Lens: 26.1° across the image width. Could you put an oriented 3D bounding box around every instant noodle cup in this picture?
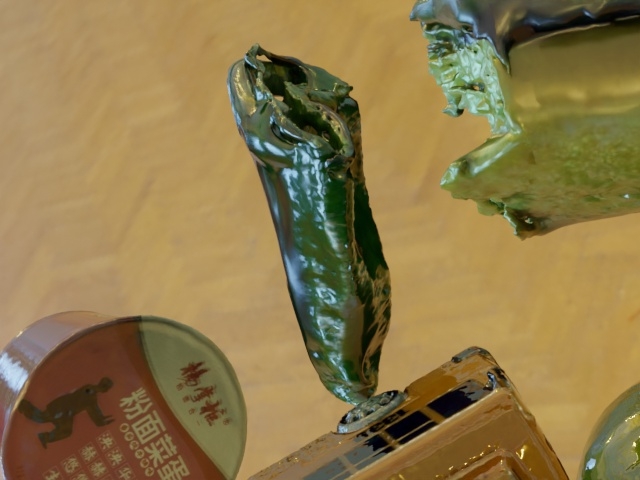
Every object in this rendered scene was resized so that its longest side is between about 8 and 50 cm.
[{"bbox_3d":[-0.210,0.168,1.318,0.234,0.235,0.178,-53,28,-11],"label":"instant noodle cup"}]

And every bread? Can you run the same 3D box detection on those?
[{"bbox_3d":[0.259,-0.130,0.976,0.377,0.251,0.208,-12,80,12],"label":"bread"}]

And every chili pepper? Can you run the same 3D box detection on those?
[{"bbox_3d":[0.003,-0.001,0.739,0.062,0.216,0.108,-12,27,7],"label":"chili pepper"}]

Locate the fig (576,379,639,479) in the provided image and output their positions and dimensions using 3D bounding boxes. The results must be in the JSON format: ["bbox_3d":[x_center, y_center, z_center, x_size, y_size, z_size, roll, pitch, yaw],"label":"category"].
[{"bbox_3d":[0.288,0.157,0.911,0.225,0.203,0.203,-44,28,33],"label":"fig"}]

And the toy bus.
[{"bbox_3d":[0.019,0.136,0.613,0.201,0.098,0.114,-29,8,-6],"label":"toy bus"}]
